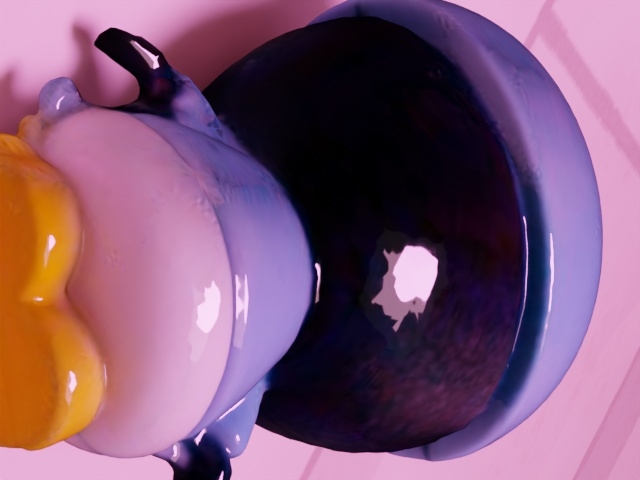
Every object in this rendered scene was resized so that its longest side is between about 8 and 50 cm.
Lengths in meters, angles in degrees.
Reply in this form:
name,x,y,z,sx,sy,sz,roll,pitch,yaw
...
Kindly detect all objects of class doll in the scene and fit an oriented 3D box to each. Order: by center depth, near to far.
name,x,y,z,sx,sy,sz,roll,pitch,yaw
doll,0.000,0.000,0.709,0.314,0.141,0.177,-9,92,-48
